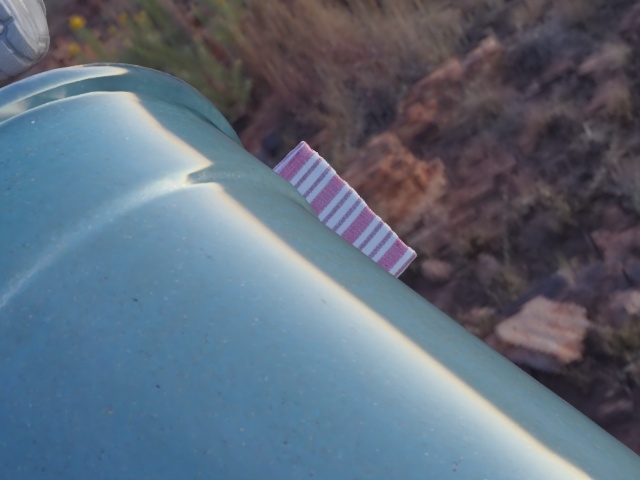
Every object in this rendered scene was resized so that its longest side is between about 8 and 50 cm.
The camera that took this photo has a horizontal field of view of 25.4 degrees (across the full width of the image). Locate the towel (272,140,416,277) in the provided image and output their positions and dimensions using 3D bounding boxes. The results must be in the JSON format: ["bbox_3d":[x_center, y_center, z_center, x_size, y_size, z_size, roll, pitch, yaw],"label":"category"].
[{"bbox_3d":[0.000,0.000,1.651,0.144,0.197,0.029,-47,-12,13],"label":"towel"}]

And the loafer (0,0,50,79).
[{"bbox_3d":[-0.364,-0.300,1.342,0.112,0.319,0.111,-24,16,14],"label":"loafer"}]

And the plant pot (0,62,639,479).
[{"bbox_3d":[-0.033,0.140,0.658,0.334,0.341,0.341,32,69,31],"label":"plant pot"}]
